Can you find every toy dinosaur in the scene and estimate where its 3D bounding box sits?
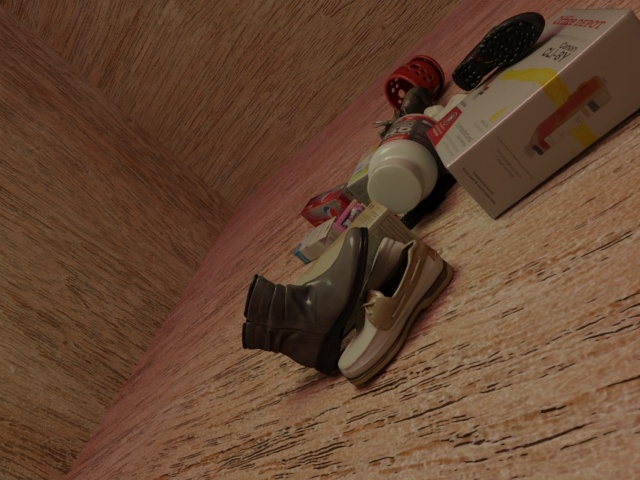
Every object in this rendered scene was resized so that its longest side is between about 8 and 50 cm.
[{"bbox_3d":[0.333,-0.452,1.579,0.313,0.160,0.121,-53,18,-12],"label":"toy dinosaur"}]

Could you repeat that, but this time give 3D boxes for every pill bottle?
[{"bbox_3d":[0.224,-0.199,1.209,0.176,0.176,0.318,-35,14,36],"label":"pill bottle"}]

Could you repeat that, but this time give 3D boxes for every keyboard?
[{"bbox_3d":[0.276,-0.102,1.188,0.180,0.023,0.108,-48,17,3],"label":"keyboard"}]

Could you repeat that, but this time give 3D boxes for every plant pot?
[{"bbox_3d":[0.367,-0.596,1.770,0.174,0.191,0.191,-47,16,-17],"label":"plant pot"}]

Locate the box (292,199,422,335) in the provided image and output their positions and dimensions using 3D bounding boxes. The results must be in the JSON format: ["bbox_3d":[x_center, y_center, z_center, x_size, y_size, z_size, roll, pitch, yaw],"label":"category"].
[{"bbox_3d":[0.079,0.072,1.079,0.311,0.148,0.121,-45,16,4],"label":"box"}]

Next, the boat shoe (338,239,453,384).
[{"bbox_3d":[0.125,0.133,0.901,0.302,0.103,0.113,-51,17,-10],"label":"boat shoe"}]

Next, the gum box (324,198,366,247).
[{"bbox_3d":[0.076,-0.036,1.348,0.107,0.062,0.188,-53,-4,-17],"label":"gum box"}]

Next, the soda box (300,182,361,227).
[{"bbox_3d":[0.035,-0.124,1.692,0.263,0.092,0.083,-17,36,58],"label":"soda box"}]

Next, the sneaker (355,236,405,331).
[{"bbox_3d":[0.139,0.106,0.981,0.080,0.094,0.212,-53,-17,-82],"label":"sneaker"}]

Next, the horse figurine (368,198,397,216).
[{"bbox_3d":[0.107,0.005,1.221,0.263,0.066,0.174,-60,-16,-4],"label":"horse figurine"}]

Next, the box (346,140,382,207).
[{"bbox_3d":[0.185,-0.224,1.533,0.114,0.103,0.203,-30,24,43],"label":"box"}]

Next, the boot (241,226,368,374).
[{"bbox_3d":[-0.040,0.107,0.946,0.118,0.222,0.338,-58,-14,-76],"label":"boot"}]

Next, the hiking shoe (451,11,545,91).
[{"bbox_3d":[0.380,-0.421,0.992,0.114,0.086,0.227,-57,16,-26],"label":"hiking shoe"}]

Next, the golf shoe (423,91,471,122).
[{"bbox_3d":[0.373,-0.330,1.341,0.140,0.115,0.306,-60,12,-4],"label":"golf shoe"}]

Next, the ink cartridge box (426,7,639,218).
[{"bbox_3d":[0.430,-0.268,0.946,0.384,0.160,0.279,-41,17,21],"label":"ink cartridge box"}]

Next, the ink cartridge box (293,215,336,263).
[{"bbox_3d":[0.000,0.000,1.557,0.181,0.061,0.104,-29,26,48],"label":"ink cartridge box"}]
